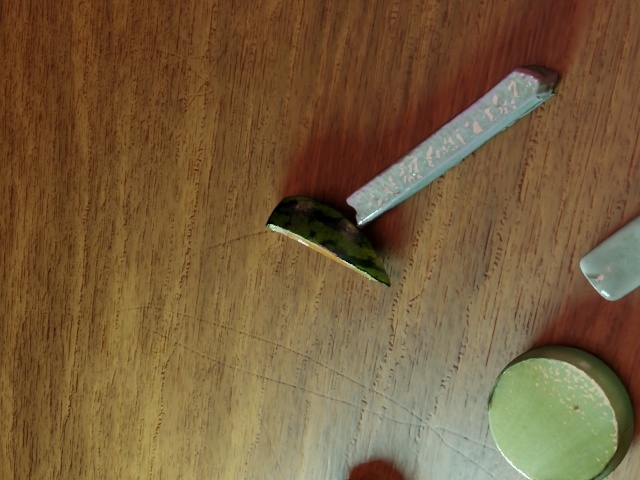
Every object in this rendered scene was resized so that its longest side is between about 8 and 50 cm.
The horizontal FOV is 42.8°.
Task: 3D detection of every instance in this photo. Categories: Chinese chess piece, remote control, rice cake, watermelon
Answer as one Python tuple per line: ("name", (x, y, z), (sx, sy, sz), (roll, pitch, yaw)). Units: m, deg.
("Chinese chess piece", (0.318, 0.234, 1.089), (0.188, 0.083, 0.188), (5, 99, 35))
("remote control", (0.419, -0.009, 0.994), (0.229, 0.044, 0.073), (-43, 78, 31))
("rice cake", (0.167, -0.125, 1.128), (0.365, 0.073, 0.056), (-36, 81, 35))
("watermelon", (0.004, -0.004, 1.248), (0.245, 0.119, 0.063), (24, 70, 34))
